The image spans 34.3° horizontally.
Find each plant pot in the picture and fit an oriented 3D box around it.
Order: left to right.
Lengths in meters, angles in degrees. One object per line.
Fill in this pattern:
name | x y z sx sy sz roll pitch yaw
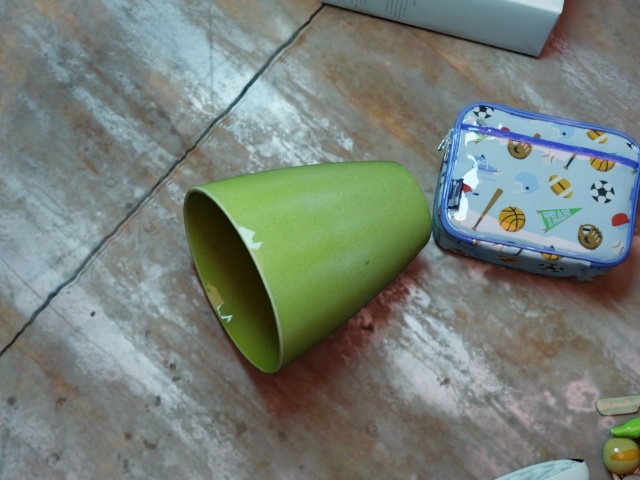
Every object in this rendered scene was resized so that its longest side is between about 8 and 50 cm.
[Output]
plant pot | 0.000 0.000 1.460 0.293 0.275 0.275 -25 78 -22

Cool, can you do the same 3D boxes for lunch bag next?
lunch bag | 0.315 -0.080 1.543 0.303 0.115 0.243 14 75 1

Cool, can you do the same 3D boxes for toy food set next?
toy food set | 0.472 0.315 1.485 0.132 0.038 0.192 -8 77 -3

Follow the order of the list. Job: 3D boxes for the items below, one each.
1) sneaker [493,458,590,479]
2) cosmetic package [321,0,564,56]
sneaker | 0.262 0.464 1.413 0.322 0.130 0.236 -25 88 -11
cosmetic package | 0.198 -0.439 1.604 0.365 0.155 0.197 13 74 3
